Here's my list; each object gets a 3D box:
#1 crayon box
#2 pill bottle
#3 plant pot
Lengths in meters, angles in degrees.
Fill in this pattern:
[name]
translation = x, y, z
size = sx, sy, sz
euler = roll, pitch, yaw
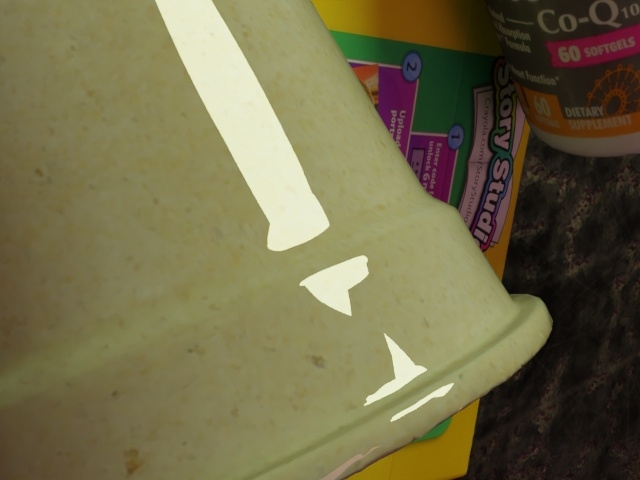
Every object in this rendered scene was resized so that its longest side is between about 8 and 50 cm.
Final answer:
[crayon box]
translation = 0.000, 0.000, 0.769
size = 0.313, 0.106, 0.362
euler = -2, 105, -46
[pill bottle]
translation = 0.166, -0.204, 0.690
size = 0.162, 0.162, 0.278
euler = -41, 122, -27
[plant pot]
translation = -0.118, -0.042, 0.472
size = 0.334, 0.334, 0.305
euler = -23, 90, -37
